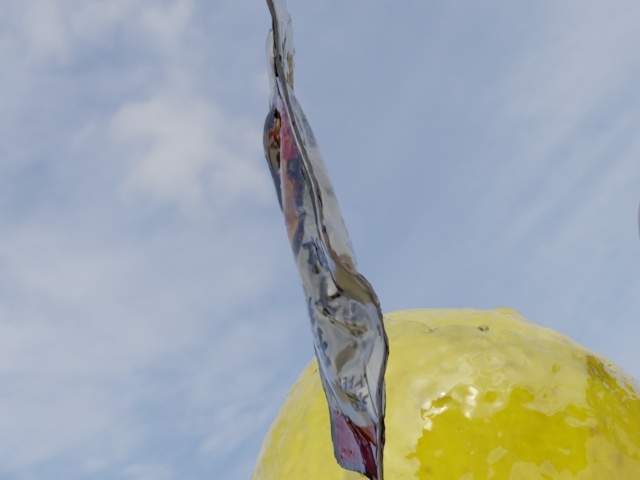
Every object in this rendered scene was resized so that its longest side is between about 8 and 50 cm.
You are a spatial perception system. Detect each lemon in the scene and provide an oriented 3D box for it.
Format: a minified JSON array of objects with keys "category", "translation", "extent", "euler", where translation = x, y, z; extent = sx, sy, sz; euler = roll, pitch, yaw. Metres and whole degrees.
[{"category":"lemon","translation":[0.107,0.232,0.783],"extent":[0.350,0.350,0.387],"euler":[44,-119,-55]}]

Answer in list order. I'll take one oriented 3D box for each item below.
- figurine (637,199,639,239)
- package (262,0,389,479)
[{"category":"figurine","translation":[0.262,-0.071,0.530],"extent":[0.186,0.287,0.176],"euler":[-4,6,10]},{"category":"package","translation":[0.000,0.000,0.483],"extent":[0.030,0.239,0.154],"euler":[-13,-2,-5]}]
